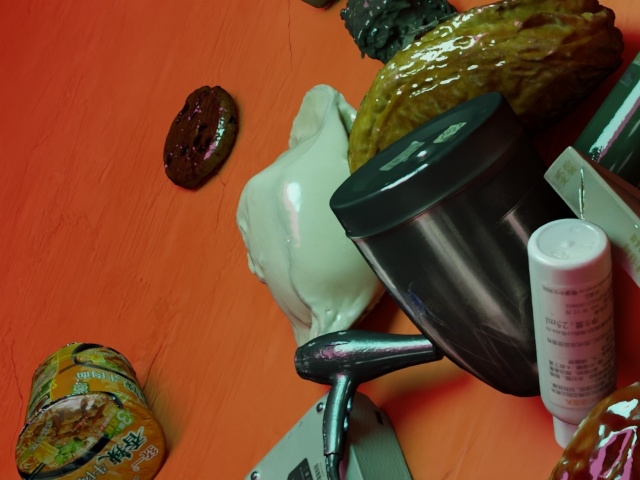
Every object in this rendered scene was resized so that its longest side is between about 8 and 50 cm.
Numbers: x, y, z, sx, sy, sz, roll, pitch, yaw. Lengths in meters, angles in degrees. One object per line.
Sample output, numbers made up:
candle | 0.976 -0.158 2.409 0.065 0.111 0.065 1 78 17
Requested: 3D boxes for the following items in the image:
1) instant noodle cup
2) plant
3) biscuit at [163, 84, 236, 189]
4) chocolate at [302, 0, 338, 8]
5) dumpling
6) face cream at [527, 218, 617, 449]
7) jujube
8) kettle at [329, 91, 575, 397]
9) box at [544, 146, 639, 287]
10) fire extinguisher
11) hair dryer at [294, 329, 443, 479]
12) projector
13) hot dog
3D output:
instant noodle cup | -0.369 0.282 2.168 0.230 0.230 0.182 -52 28 18
plant | 0.119 -0.302 1.948 0.142 0.131 0.203 -59 37 3
biscuit | -0.208 -0.180 2.366 0.192 0.049 0.192 -31 50 46
chocolate | 0.016 -0.498 2.228 0.148 0.093 0.214 -31 48 36
dumpling | 0.000 0.000 1.912 0.315 0.233 0.394 123 145 -72
face cream | 0.257 0.106 1.378 0.082 0.269 0.082 -7 36 5
jujube | 0.307 0.265 1.345 0.174 0.174 0.250 27 97 54
kettle | 0.172 0.033 1.558 0.228 0.324 0.321 -39 12 -23
box | 0.378 0.054 1.346 0.051 0.205 0.365 -51 38 18
fire extinguisher | 0.376 -0.157 1.568 0.311 0.095 0.114 -55 27 14
hair dryer | 0.048 0.206 1.664 0.196 0.075 0.219 -8 54 28
projector | 0.012 0.337 1.721 0.198 0.108 0.250 -48 37 23
hot dog | 0.195 -0.172 1.686 0.387 0.267 0.174 -44 71 30
